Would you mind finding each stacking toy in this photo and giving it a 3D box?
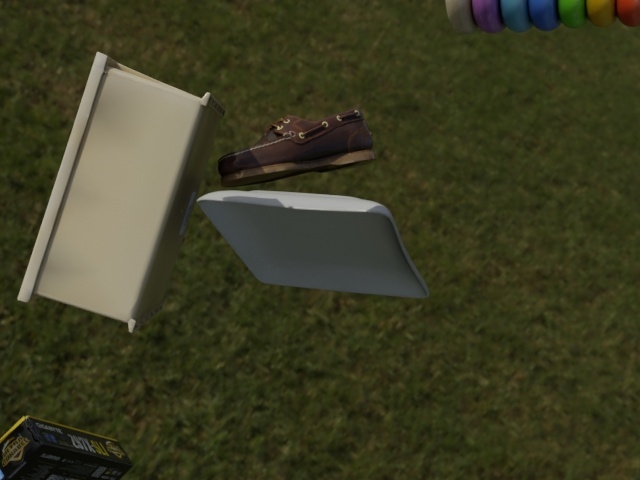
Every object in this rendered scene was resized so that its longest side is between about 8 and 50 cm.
[{"bbox_3d":[0.332,-0.315,1.352,0.330,0.141,0.141,11,22,23],"label":"stacking toy"}]

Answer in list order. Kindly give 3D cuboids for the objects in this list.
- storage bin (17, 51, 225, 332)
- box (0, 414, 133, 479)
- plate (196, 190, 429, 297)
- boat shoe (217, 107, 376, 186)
[{"bbox_3d":[-0.209,-0.052,1.205,0.123,0.262,0.260,18,2,-2],"label":"storage bin"},{"bbox_3d":[-0.541,0.470,2.051,0.079,0.257,0.322,49,4,28],"label":"box"},{"bbox_3d":[0.000,0.000,1.521,0.277,0.278,0.045,4,65,20],"label":"plate"},{"bbox_3d":[-0.030,-0.108,1.228,0.207,0.073,0.073,-13,89,-36],"label":"boat shoe"}]
